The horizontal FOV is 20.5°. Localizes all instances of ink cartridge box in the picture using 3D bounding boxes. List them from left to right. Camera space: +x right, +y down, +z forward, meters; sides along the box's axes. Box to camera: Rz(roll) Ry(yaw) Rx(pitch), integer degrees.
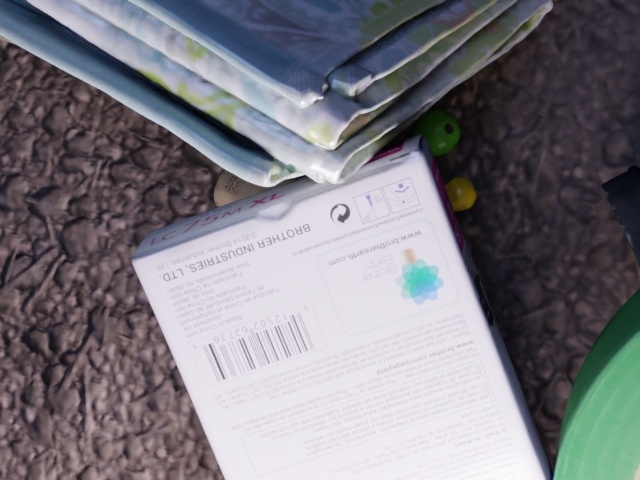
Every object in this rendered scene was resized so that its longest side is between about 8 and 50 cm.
[{"bbox_3d":[0.031,0.111,1.080,0.185,0.065,0.311,-19,101,11],"label":"ink cartridge box"}]

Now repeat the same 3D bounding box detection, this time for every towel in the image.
[{"bbox_3d":[-0.066,-0.193,1.115,0.374,0.320,0.090,33,129,16],"label":"towel"}]

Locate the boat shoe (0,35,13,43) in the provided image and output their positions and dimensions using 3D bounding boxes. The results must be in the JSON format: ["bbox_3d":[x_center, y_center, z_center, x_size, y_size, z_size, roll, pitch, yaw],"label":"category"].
[{"bbox_3d":[-0.145,-0.169,1.222,0.324,0.120,0.122,14,82,20],"label":"boat shoe"}]

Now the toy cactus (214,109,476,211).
[{"bbox_3d":[0.000,0.000,1.157,0.180,0.112,0.219,27,96,31],"label":"toy cactus"}]

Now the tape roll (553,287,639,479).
[{"bbox_3d":[0.286,0.144,0.953,0.321,0.077,0.321,3,108,10],"label":"tape roll"}]

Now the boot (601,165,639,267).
[{"bbox_3d":[0.306,0.016,1.048,0.207,0.094,0.246,-28,64,14],"label":"boot"}]
